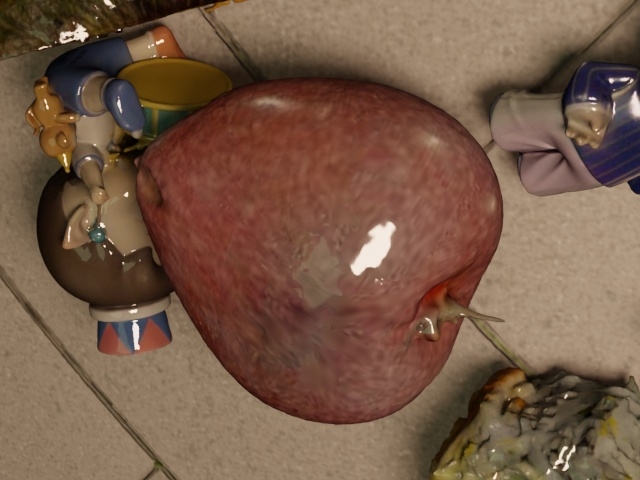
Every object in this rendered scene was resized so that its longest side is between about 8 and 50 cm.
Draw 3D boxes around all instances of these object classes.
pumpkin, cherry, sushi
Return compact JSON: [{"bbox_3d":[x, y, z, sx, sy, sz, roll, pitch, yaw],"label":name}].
[{"bbox_3d":[-0.206,-0.207,1.212,0.278,0.163,0.111,-4,111,32],"label":"pumpkin"},{"bbox_3d":[0.000,0.000,1.141,0.307,0.221,0.261,25,114,12],"label":"cherry"},{"bbox_3d":[0.206,0.227,1.176,0.184,0.139,0.274,-28,99,41],"label":"sushi"}]

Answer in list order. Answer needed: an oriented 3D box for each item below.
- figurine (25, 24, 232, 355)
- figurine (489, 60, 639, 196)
[{"bbox_3d":[-0.161,-0.035,1.277,0.158,0.161,0.276,14,125,10],"label":"figurine"},{"bbox_3d":[0.233,-0.095,1.013,0.274,0.133,0.194,10,131,31],"label":"figurine"}]
